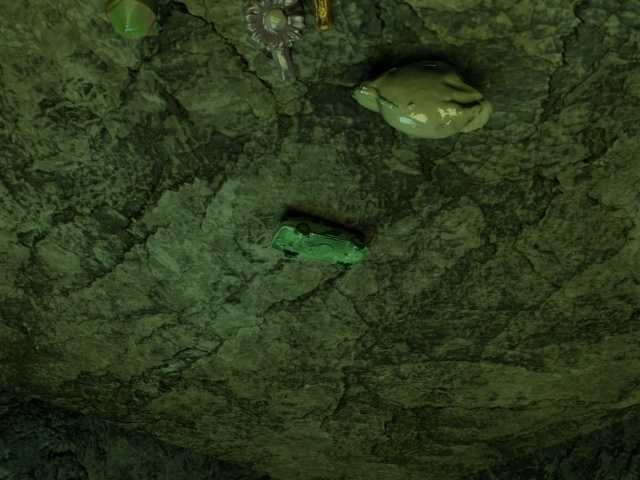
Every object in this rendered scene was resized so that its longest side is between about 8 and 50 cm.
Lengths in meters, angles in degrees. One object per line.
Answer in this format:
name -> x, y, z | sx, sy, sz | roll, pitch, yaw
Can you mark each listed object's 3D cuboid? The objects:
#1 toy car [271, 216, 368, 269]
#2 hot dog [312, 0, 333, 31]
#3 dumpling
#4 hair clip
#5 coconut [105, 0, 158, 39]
toy car -> 0.000, 0.000, 1.359 | 0.224, 0.076, 0.090 | 13, 137, -21
hot dog -> 0.002, -0.381, 0.968 | 0.030, 0.034, 0.090 | -2, 138, 8
dumpling -> 0.177, -0.240, 1.048 | 0.247, 0.142, 0.172 | 15, 170, 8
hair clip -> -0.093, -0.396, 0.939 | 0.106, 0.084, 0.292 | -23, 129, 3
coconut -> -0.311, -0.374, 0.972 | 0.083, 0.081, 0.082 | 7, 151, -16
